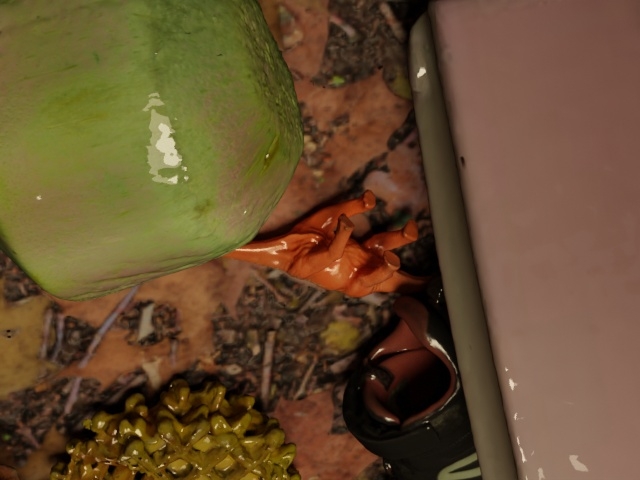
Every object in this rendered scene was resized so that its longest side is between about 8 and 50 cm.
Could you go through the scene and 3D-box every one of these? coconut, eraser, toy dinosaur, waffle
[{"bbox_3d":[-0.133,-0.071,0.993,0.235,0.236,0.205,-12,87,-10],"label":"coconut"},{"bbox_3d":[0.217,-0.005,1.091,0.272,0.122,0.359,-13,92,-10],"label":"eraser"},{"bbox_3d":[0.000,0.005,1.171,0.279,0.055,0.101,20,137,-31],"label":"toy dinosaur"},{"bbox_3d":[-0.111,0.200,1.259,0.197,0.070,0.193,-17,127,-7],"label":"waffle"}]

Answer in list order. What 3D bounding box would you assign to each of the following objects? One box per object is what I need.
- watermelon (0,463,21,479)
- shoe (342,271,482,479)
[{"bbox_3d":[-0.310,0.309,1.235,0.302,0.151,0.264,-37,122,-5],"label":"watermelon"},{"bbox_3d":[0.085,0.145,1.247,0.137,0.114,0.291,-4,125,-26],"label":"shoe"}]
